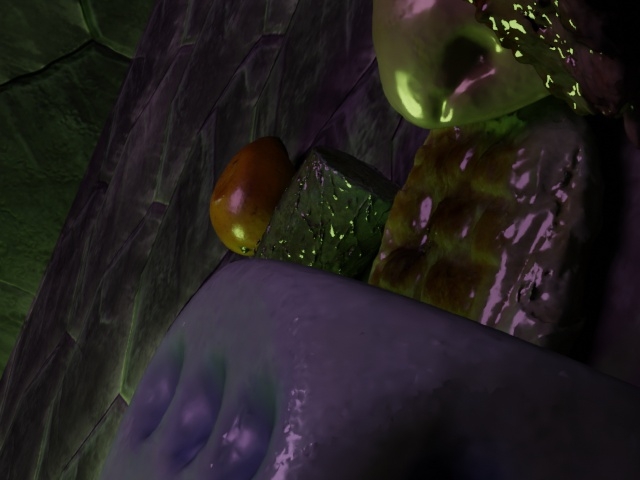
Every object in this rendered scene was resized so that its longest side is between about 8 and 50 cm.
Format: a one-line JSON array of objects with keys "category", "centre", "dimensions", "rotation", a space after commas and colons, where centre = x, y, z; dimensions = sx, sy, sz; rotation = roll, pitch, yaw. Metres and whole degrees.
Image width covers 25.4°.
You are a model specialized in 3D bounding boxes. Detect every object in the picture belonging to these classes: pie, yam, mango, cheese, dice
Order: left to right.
[{"category": "mango", "centre": [-0.069, -0.047, 1.494], "dimensions": [0.115, 0.089, 0.165], "rotation": [-61, 17, 13]}, {"category": "yam", "centre": [0.000, 0.000, 1.248], "dimensions": [0.183, 0.107, 0.107], "rotation": [-58, 21, 30]}, {"category": "dice", "centre": [0.034, 0.170, 0.714], "dimensions": [0.264, 0.263, 0.268], "rotation": [-68, 19, -4]}, {"category": "pie", "centre": [0.102, 0.016, 0.999], "dimensions": [0.306, 0.071, 0.306], "rotation": [-55, 21, 34]}, {"category": "cheese", "centre": [0.123, -0.169, 0.963], "dimensions": [0.235, 0.117, 0.218], "rotation": [-2, 36, 48]}]

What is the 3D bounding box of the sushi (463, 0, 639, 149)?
[{"category": "sushi", "centre": [0.164, -0.159, 0.725], "dimensions": [0.219, 0.238, 0.225], "rotation": [-17, 3, 24]}]
